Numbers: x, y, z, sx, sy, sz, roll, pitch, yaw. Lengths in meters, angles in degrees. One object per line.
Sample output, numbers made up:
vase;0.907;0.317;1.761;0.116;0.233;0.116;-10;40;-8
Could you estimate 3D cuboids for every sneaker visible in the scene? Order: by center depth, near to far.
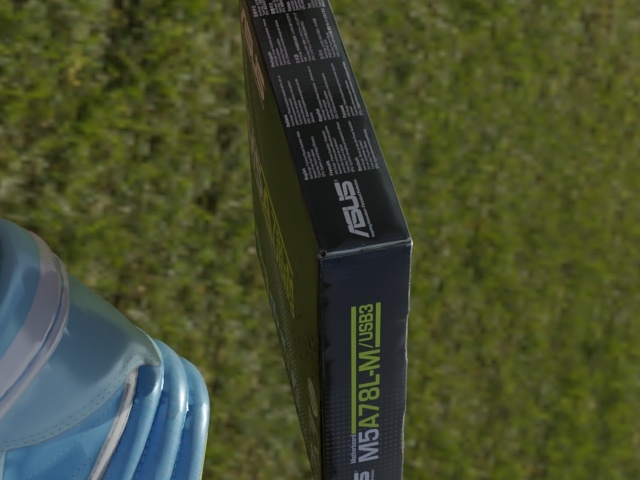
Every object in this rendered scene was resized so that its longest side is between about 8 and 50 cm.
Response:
sneaker;-0.182;0.156;0.881;0.319;0.127;0.208;-45;129;14

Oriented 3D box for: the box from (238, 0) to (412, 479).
box;0.000;0.000;0.800;0.184;0.045;0.190;86;-9;-48
